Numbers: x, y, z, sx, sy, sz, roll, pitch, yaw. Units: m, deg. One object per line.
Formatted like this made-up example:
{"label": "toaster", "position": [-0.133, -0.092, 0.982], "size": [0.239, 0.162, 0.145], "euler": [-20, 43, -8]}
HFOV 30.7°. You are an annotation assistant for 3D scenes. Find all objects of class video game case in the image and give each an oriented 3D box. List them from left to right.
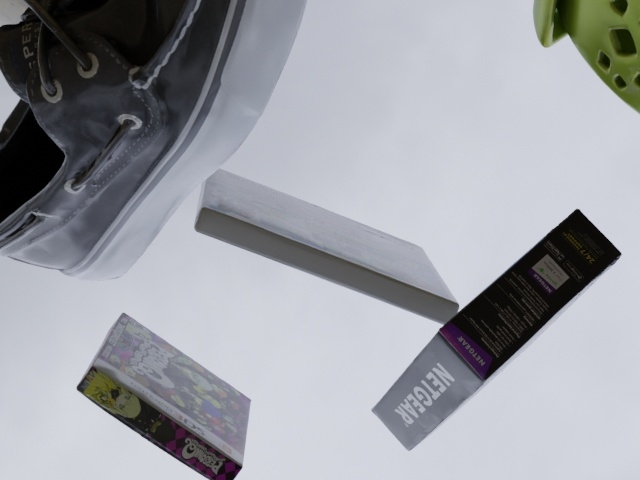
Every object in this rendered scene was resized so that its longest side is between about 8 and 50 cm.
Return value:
{"label": "video game case", "position": [-0.183, 0.189, 1.422], "size": [0.210, 0.232, 0.042], "euler": [36, -81, -7]}
{"label": "video game case", "position": [0.000, 0.000, 1.495], "size": [0.329, 0.036, 0.300], "euler": [21, -169, -8]}

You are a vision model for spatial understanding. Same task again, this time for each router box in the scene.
{"label": "router box", "position": [0.113, 0.065, 0.786], "size": [0.133, 0.179, 0.046], "euler": [-38, -102, -24]}

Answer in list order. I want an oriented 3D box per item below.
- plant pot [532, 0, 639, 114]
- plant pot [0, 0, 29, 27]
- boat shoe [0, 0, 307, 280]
{"label": "plant pot", "position": [0.333, -0.271, 1.086], "size": [0.228, 0.227, 0.207], "euler": [-37, -125, -28]}
{"label": "plant pot", "position": [-0.187, -0.255, 0.649], "size": [0.305, 0.334, 0.334], "euler": [30, -120, 19]}
{"label": "boat shoe", "position": [-0.076, -0.057, 0.403], "size": [0.076, 0.228, 0.080], "euler": [6, -119, -28]}
